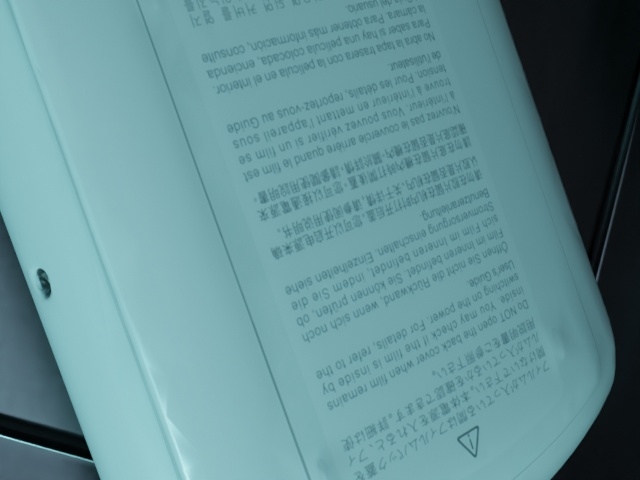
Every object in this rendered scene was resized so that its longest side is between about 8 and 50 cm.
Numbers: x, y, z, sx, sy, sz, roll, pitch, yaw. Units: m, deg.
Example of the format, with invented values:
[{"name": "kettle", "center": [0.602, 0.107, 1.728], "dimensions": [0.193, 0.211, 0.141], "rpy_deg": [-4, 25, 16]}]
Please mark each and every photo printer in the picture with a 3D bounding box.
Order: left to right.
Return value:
[{"name": "photo printer", "center": [0.000, 0.000, 0.413], "dimensions": [0.256, 0.107, 0.308], "rpy_deg": [-22, 93, -34]}]
